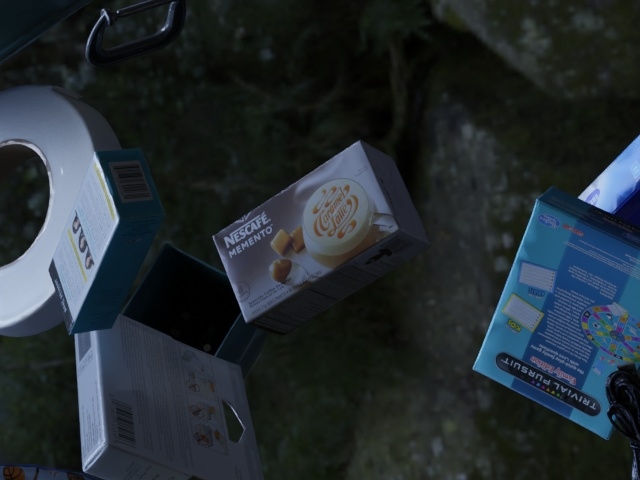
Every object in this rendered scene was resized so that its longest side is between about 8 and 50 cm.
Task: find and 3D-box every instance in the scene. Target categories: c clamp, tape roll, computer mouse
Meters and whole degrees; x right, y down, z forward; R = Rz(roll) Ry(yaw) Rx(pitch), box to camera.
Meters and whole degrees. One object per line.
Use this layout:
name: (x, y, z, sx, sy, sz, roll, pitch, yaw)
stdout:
c clamp: (-0.214, -0.272, 1.718, 0.022, 0.160, 0.137, 53, 153, 22)
tape roll: (-0.461, -0.048, 2.176, 0.072, 0.392, 0.392, 21, -125, -53)
computer mouse: (0.489, 0.225, 1.715, 0.072, 0.272, 0.189, -25, -81, -46)

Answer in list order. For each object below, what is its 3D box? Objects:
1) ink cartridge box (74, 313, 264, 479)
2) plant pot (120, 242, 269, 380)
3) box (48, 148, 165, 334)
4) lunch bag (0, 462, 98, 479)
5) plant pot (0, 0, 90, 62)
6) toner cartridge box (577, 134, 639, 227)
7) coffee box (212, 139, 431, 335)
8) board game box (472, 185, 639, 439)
ink cartridge box: (-0.199, 0.225, 1.843, 0.239, 0.060, 0.275, 27, -154, -28)
plant pot: (-0.179, 0.145, 2.158, 0.165, 0.165, 0.234, -59, -20, -12)
box: (-0.258, 0.005, 1.685, 0.244, 0.060, 0.101, -58, 47, 48)
lunch bag: (-0.467, 0.484, 2.268, 0.303, 0.115, 0.243, 11, -134, -38)
plant pot: (-0.576, -0.418, 2.172, 0.334, 0.341, 0.341, 56, -171, -12)
toner cartridge box: (0.587, -0.125, 2.430, 0.348, 0.165, 0.075, -53, 52, 51)
coffee box: (0.000, 0.000, 1.845, 0.098, 0.246, 0.141, 23, -140, -57)
board game box: (0.419, 0.117, 2.282, 0.079, 0.253, 0.336, -35, -33, -55)
